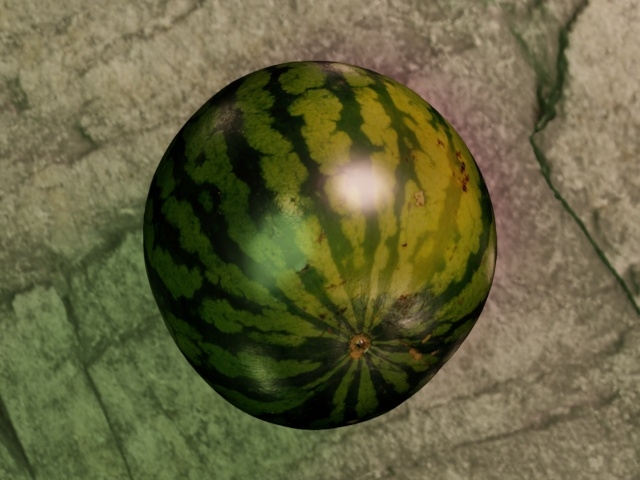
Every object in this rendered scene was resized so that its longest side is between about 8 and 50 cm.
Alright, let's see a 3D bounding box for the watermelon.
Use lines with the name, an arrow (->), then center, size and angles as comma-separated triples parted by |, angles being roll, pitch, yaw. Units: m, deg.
watermelon -> 0.000, 0.000, 1.314 | 0.285, 0.285, 0.285 | 5, 106, 17
